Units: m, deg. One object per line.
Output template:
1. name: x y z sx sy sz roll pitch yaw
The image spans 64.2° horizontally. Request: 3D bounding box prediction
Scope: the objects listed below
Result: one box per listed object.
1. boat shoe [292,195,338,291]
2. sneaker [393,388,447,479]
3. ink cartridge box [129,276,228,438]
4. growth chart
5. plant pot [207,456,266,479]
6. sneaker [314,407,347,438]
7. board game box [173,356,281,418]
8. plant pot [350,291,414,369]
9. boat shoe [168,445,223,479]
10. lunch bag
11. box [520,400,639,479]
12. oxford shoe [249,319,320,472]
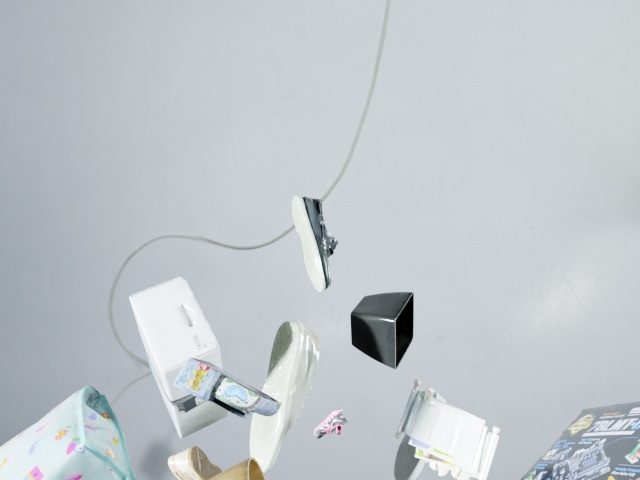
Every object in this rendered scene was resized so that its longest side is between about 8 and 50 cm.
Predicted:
1. boat shoe: -0.001 0.002 1.654 0.113 0.127 0.340 -6 57 -21
2. sneaker: 0.342 0.627 1.559 0.169 0.108 0.293 43 61 -21
3. ink cartridge box: -0.412 0.349 1.508 0.285 0.166 0.395 50 149 35
4. growth chart: 0.293 0.458 1.190 0.237 0.021 0.172 26 91 15
5. plant pot: -0.253 0.676 1.214 0.254 0.237 0.237 -17 95 -2
6. sneaker: 0.030 0.511 1.386 0.057 0.047 0.119 50 118 23
7. board game box: -0.193 0.292 1.001 0.194 0.194 0.060 23 75 20
8. plant pot: 0.197 0.275 1.663 0.166 0.187 0.188 9 117 25
9. boat shoe: -0.437 0.878 1.866 0.110 0.122 0.341 -17 119 9
10. lunch bag: -0.466 0.391 0.895 0.223 0.262 0.160 -40 118 -16
11. box: 0.325 0.315 0.611 0.293 0.295 0.073 -38 75 -16
12. oxford shoe: -0.098 0.460 1.501 0.130 0.169 0.450 19 84 -34
